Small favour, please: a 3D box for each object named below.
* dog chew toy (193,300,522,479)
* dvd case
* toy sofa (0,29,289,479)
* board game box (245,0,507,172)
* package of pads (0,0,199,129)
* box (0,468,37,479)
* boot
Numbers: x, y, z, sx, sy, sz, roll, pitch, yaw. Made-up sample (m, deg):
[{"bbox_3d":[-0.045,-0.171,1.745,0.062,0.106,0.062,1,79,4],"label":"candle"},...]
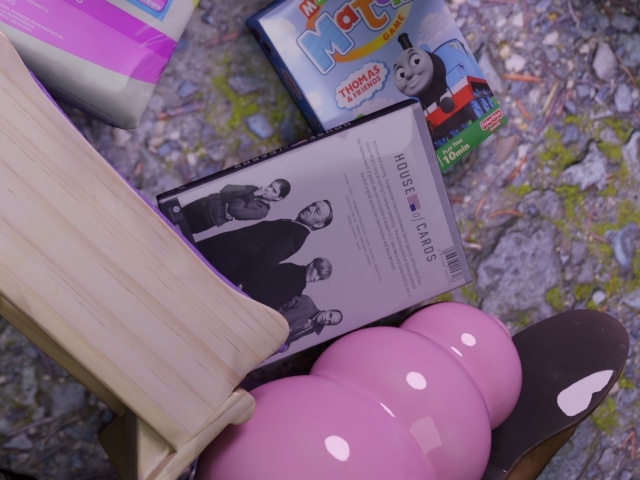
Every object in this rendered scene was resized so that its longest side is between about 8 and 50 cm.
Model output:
[{"bbox_3d":[0.052,0.172,0.899,0.332,0.207,0.206,-36,112,-30],"label":"dog chew toy"},{"bbox_3d":[0.000,0.000,0.905,0.239,0.029,0.179,-22,110,-7],"label":"dvd case"},{"bbox_3d":[-0.205,0.014,0.782,0.177,0.150,0.362,-48,113,-11],"label":"toy sofa"},{"bbox_3d":[0.055,-0.149,0.923,0.160,0.039,0.211,-37,111,-12],"label":"board game box"},{"bbox_3d":[-0.181,-0.265,0.767,0.229,0.101,0.296,28,88,-26],"label":"package of pads"},{"bbox_3d":[-0.373,0.346,0.781,0.191,0.143,0.381,25,91,-25],"label":"box"},{"bbox_3d":[0.194,0.194,1.034,0.305,0.112,0.115,-44,143,-15],"label":"boot"}]
